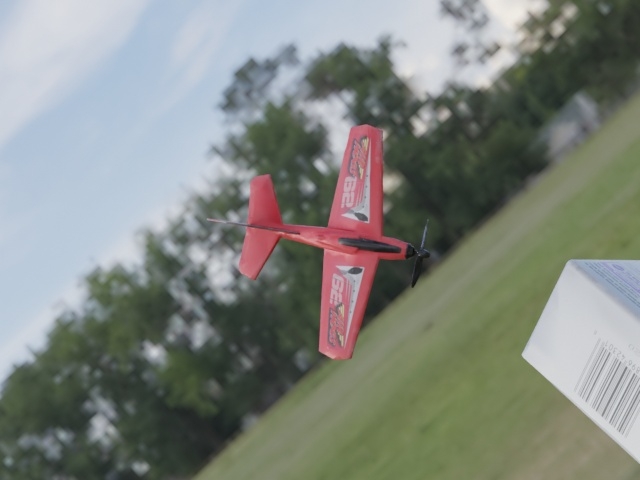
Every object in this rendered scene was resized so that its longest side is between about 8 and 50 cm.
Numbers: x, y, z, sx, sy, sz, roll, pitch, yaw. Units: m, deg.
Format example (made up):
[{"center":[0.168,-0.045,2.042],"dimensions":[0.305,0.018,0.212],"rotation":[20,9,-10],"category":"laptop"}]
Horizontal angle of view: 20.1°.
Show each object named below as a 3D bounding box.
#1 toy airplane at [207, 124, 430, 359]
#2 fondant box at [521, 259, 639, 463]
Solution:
[{"center":[0.000,0.000,1.149],"dimensions":[0.151,0.151,0.028],"rotation":[-44,-16,17],"category":"toy airplane"},{"center":[0.354,0.114,1.388],"dimensions":[0.330,0.238,0.096],"rotation":[0,-58,-41],"category":"fondant box"}]
